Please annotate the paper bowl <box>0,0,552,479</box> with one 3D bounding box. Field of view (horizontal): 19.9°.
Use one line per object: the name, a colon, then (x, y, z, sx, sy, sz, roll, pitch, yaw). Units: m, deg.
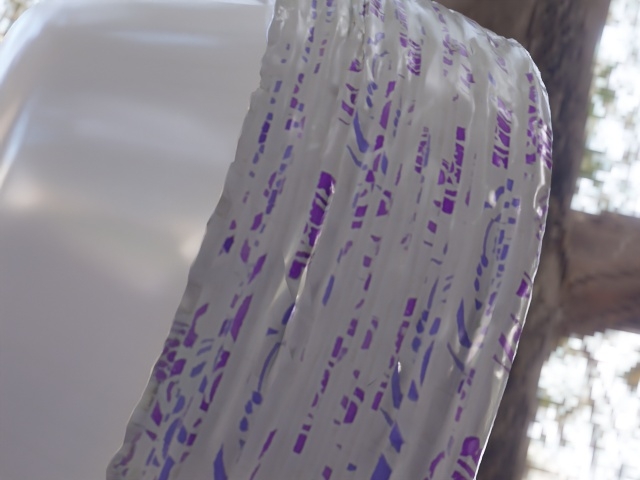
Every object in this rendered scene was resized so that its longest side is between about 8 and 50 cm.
paper bowl: (-0.060, 0.040, 0.553, 0.148, 0.284, 0.284, 25, -34, -13)
